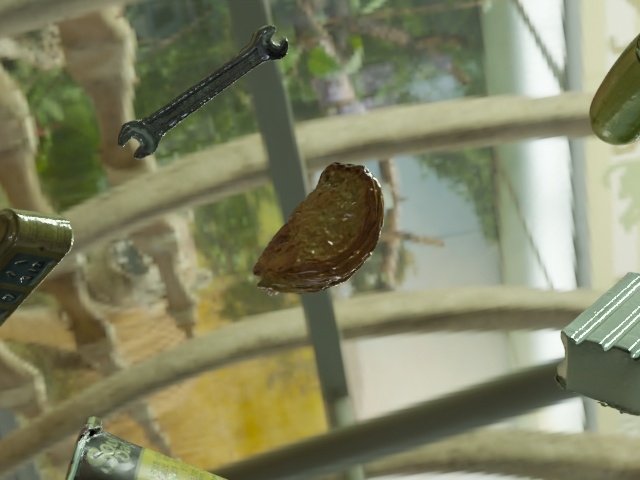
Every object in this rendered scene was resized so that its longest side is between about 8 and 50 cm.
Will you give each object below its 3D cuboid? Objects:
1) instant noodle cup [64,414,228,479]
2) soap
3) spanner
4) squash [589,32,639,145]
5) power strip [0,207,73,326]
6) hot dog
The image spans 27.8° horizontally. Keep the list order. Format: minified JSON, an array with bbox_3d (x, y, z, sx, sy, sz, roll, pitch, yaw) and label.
[{"bbox_3d":[-0.192,0.334,1.489,0.215,0.236,0.215,-165,-90,-84],"label":"instant noodle cup"},{"bbox_3d":[0.436,0.139,1.770,0.261,0.150,0.094,-29,124,-48],"label":"soap"},{"bbox_3d":[-0.177,-0.225,1.945,0.071,0.302,0.017,55,-4,-36],"label":"spanner"},{"bbox_3d":[0.366,-0.172,1.503,0.188,0.095,0.095,125,-41,-64],"label":"squash"},{"bbox_3d":[-0.420,0.099,1.465,0.092,0.387,0.066,11,45,-49],"label":"power strip"},{"bbox_3d":[0.003,0.000,2.096,0.175,0.259,0.114,12,-29,50],"label":"hot dog"}]
